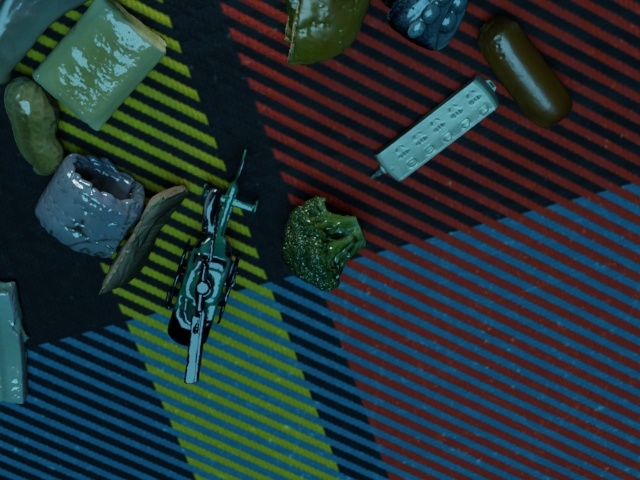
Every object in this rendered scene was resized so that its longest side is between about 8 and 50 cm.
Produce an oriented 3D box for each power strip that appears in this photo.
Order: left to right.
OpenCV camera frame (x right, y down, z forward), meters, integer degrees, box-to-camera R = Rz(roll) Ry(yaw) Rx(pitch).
[{"bbox_3d":[0.175,-0.170,1.852,0.252,0.027,0.060,-37,109,17],"label":"power strip"}]

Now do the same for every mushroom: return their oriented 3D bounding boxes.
[{"bbox_3d":[-0.431,-0.354,1.729,0.159,0.122,0.329,44,111,2],"label":"mushroom"}]

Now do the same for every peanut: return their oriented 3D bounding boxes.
[{"bbox_3d":[-0.447,-0.179,1.837,0.080,0.080,0.175,-6,124,4],"label":"peanut"}]

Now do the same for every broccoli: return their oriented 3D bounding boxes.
[{"bbox_3d":[0.000,0.000,1.874,0.137,0.146,0.162,-22,118,3],"label":"broccoli"}]

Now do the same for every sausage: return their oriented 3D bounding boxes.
[{"bbox_3d":[0.311,-0.259,1.782,0.076,0.076,0.197,-35,108,16],"label":"sausage"}]

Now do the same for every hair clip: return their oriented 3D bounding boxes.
[{"bbox_3d":[0.211,-0.429,1.658,0.310,0.194,0.206,-30,123,13],"label":"hair clip"}]

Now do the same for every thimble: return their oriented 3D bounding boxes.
[{"bbox_3d":[-0.367,-0.058,1.865,0.151,0.127,0.118,28,115,-18],"label":"thimble"}]

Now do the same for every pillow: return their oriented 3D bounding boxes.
[{"bbox_3d":[-0.288,-0.002,1.889,0.034,0.135,0.211,38,113,9],"label":"pillow"}]

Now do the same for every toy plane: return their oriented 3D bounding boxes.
[{"bbox_3d":[-0.178,0.033,1.895,0.106,0.155,0.382,19,98,-6],"label":"toy plane"}]

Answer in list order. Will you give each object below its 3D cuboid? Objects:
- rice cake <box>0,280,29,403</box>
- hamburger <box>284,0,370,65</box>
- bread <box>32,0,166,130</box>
[{"bbox_3d":[-0.576,0.178,2.029,0.127,0.043,0.237,3,116,1],"label":"rice cake"},{"bbox_3d":[0.015,-0.381,1.704,0.130,0.124,0.262,11,116,-4],"label":"hamburger"},{"bbox_3d":[-0.340,-0.277,1.798,0.139,0.060,0.178,42,110,-16],"label":"bread"}]
